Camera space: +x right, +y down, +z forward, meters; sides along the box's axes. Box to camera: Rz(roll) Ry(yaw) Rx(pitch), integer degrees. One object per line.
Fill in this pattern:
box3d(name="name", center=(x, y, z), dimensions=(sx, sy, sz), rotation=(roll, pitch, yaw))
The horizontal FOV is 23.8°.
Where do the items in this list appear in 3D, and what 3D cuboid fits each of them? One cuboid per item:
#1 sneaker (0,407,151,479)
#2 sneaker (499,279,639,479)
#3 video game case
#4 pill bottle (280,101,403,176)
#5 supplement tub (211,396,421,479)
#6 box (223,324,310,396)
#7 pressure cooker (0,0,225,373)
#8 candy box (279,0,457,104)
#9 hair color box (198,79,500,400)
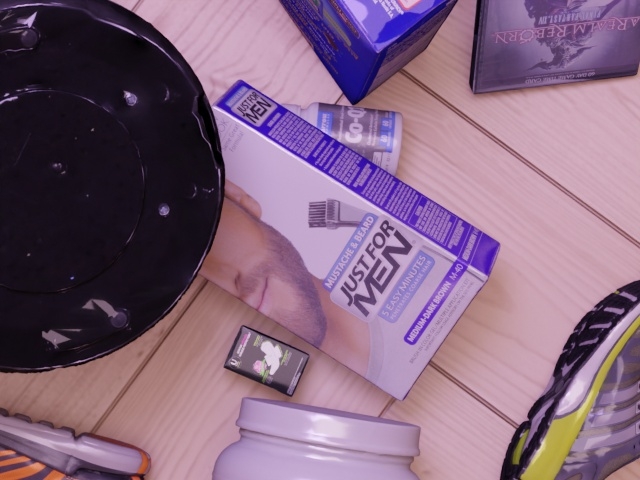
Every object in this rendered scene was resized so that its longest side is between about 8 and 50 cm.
box3d(name="sneaker", center=(-0.354, 0.273, 1.626), dimensions=(0.321, 0.124, 0.180), rotation=(16, 85, -1))
box3d(name="sneaker", center=(0.318, 0.175, 1.679), dimensions=(0.121, 0.111, 0.300), rotation=(32, 91, -10))
box3d(name="video game case", center=(0.266, -0.276, 1.631), dimensions=(0.196, 0.274, 0.026), rotation=(-7, 47, -7))
box3d(name="pill bottle", center=(0.020, -0.113, 1.690), dimensions=(0.137, 0.078, 0.078), rotation=(6, 86, -2))
box3d(name="supplement tub", center=(-0.013, 0.333, 1.583), dimensions=(0.228, 0.228, 0.316), rotation=(10, 86, -1))
box3d(name="box", center=(-0.060, 0.133, 1.678), dimensions=(0.083, 0.062, 0.052), rotation=(25, 87, -1))
box3d(name="pressure cooker", center=(-0.319, -0.083, 1.517), dimensions=(0.370, 0.420, 0.375), rotation=(-31, 113, -12))
box3d(name="candy box", center=(0.013, -0.302, 1.584), dimensions=(0.122, 0.317, 0.268), rotation=(-36, 89, -6))
box3d(name="hair color box", center=(0.000, 0.000, 1.632), dimensions=(0.339, 0.110, 0.185), rotation=(32, 116, 2))
